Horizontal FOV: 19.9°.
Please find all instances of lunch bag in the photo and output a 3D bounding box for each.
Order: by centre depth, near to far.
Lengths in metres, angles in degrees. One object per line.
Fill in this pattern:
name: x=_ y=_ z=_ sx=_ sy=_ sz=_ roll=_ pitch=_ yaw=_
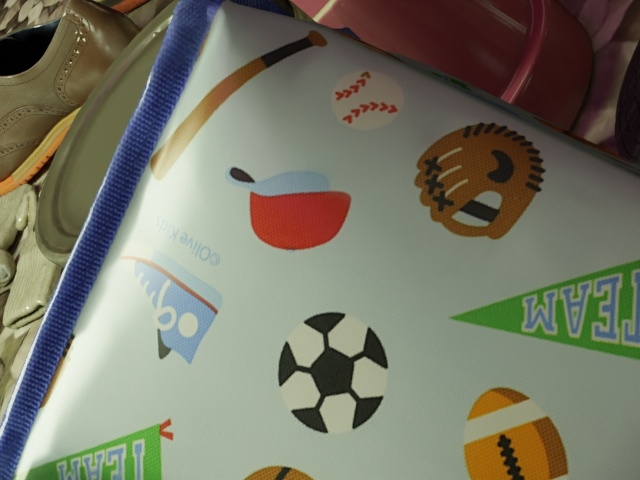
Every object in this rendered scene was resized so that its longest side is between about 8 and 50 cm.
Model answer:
lunch bag: x=0.029 y=0.130 z=0.792 sx=0.328 sy=0.239 sz=0.385 roll=29 pitch=99 yaw=22

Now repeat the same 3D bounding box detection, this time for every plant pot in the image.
plant pot: x=0.055 y=-0.128 z=1.253 sx=0.201 sy=0.180 sz=0.201 roll=-39 pitch=29 yaw=27

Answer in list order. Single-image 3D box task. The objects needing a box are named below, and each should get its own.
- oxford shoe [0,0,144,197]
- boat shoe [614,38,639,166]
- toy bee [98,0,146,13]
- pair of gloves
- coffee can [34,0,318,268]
oxford shoe: x=-0.316 y=-0.154 z=1.917 sx=0.364 sy=0.133 sz=0.130 roll=-30 pitch=33 yaw=37
boat shoe: x=0.243 y=-0.057 z=0.982 sx=0.320 sy=0.103 sz=0.118 roll=-108 pitch=40 yaw=-65
toy bee: x=-0.225 y=-0.405 z=2.046 sx=0.195 sy=0.162 sz=0.298 roll=-38 pitch=30 yaw=31
pair of gloves: x=-0.310 y=0.008 z=1.822 sx=0.240 sy=0.042 sz=0.204 roll=-20 pitch=42 yaw=48
coffee can: x=0.000 y=0.000 z=1.081 sx=0.201 sy=0.275 sz=0.201 roll=-38 pitch=30 yaw=27
